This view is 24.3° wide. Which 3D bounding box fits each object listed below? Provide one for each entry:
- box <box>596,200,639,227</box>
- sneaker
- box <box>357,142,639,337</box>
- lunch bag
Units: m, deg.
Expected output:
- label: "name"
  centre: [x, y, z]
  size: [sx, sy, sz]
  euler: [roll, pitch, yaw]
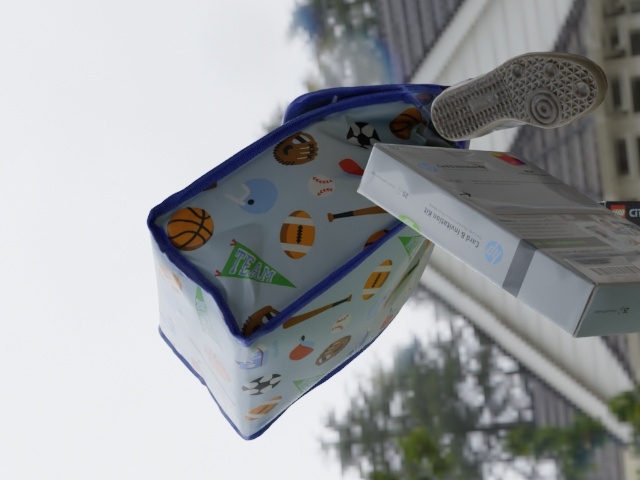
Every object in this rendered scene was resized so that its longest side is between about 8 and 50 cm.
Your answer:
- label: "box"
  centre: [0.362, -0.018, 1.517]
  size: [0.159, 0.233, 0.044]
  euler: [-177, 86, -76]
- label: "sneaker"
  centre: [0.180, -0.132, 1.284]
  size: [0.071, 0.188, 0.066]
  euler: [-27, -77, -40]
- label: "box"
  centre: [0.135, -0.004, 0.915]
  size: [0.145, 0.186, 0.038]
  euler: [-1, -61, -46]
- label: "lunch bag"
  centre: [0.000, 0.000, 1.740]
  size: [0.239, 0.385, 0.328]
  euler: [50, 163, 17]
